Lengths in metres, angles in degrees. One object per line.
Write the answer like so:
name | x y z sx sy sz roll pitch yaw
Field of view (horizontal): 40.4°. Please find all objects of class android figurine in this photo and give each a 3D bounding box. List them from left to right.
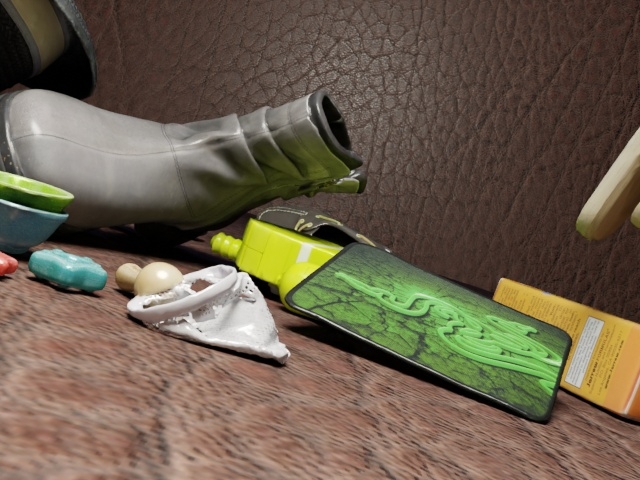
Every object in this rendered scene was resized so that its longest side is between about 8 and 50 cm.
android figurine | 0.035 0.042 0.771 0.272 0.056 0.248 19 2 13

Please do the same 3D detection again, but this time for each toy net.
toy net | -0.121 0.008 0.472 0.232 0.045 0.122 19 2 17

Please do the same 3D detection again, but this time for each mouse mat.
mouse mat | 0.083 0.056 0.620 0.189 0.007 0.152 25 23 14

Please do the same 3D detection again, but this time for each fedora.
fedora | -0.340 -0.181 0.692 0.334 0.152 0.334 33 -19 13

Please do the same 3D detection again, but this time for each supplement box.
supplement box | 0.237 0.097 0.787 0.078 0.080 0.233 19 0 -22

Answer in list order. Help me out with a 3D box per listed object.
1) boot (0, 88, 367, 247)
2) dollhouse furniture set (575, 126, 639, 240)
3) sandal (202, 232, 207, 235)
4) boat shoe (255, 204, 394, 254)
boot | -0.094 -0.080 0.724 0.222 0.118 0.338 -15 -6 15
dollhouse furniture set | 0.426 0.079 0.731 0.362 0.257 0.394 42 28 27
sandal | -0.215 -0.042 1.038 0.179 0.040 0.067 17 2 -22
boat shoe | 0.000 0.000 1.230 0.227 0.081 0.068 22 -1 21
